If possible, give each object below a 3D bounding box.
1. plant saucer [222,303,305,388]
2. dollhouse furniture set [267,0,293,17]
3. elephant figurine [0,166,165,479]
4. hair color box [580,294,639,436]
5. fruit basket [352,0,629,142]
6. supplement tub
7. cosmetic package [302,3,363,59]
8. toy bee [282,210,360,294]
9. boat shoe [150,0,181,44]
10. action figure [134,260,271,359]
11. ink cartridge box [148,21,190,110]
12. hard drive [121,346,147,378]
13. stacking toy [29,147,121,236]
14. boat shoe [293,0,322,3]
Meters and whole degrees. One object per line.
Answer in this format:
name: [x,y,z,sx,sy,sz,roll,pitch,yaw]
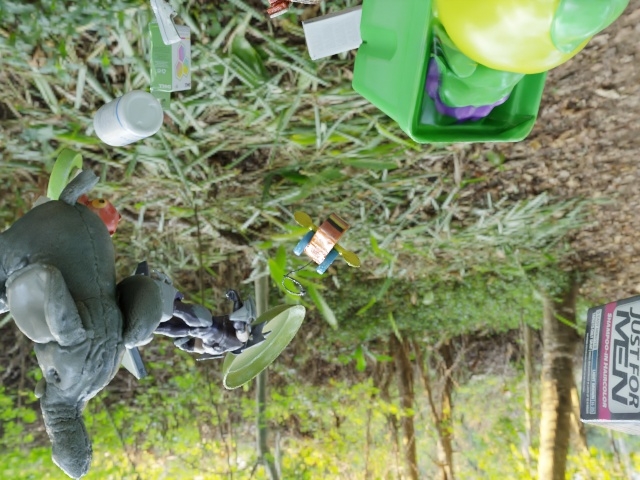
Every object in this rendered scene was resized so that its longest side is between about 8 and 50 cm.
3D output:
plant saucer: [-0.130,0.223,1.308,0.241,0.037,0.241,-42,159,-20]
dollhouse furniture set: [-0.165,-0.812,1.755,0.262,0.135,0.259,-8,135,36]
elephant figurine: [-0.252,0.082,0.628,0.169,0.239,0.186,-28,144,-27]
hair color box: [0.465,0.142,0.715,0.105,0.173,0.347,15,161,-8]
fruit basket: [0.213,-0.285,0.668,0.283,0.391,0.392,-8,171,-36]
supplement tub: [-0.296,-0.187,0.918,0.071,0.070,0.107,7,173,-40]
cosmetic package: [0.078,-0.573,1.615,0.239,0.098,0.060,-15,-149,-2]
toy bee: [0.000,0.000,1.507,0.298,0.195,0.162,-20,-157,50]
boat shoe: [-0.263,-0.389,1.019,0.035,0.100,0.035,-13,-167,6]
action figure: [-0.204,0.133,0.979,0.185,0.099,0.285,-31,145,23]
ink cartridge box: [-0.364,-0.418,1.452,0.062,0.209,0.109,7,-162,9]
hard drive: [-0.385,0.194,1.166,0.022,0.135,0.094,-27,-152,-33]
stacking toy: [-0.535,-0.031,1.312,0.131,0.308,0.279,16,138,-11]
boat shoe: [-0.088,-0.691,1.615,0.207,0.073,0.073,19,171,-7]
